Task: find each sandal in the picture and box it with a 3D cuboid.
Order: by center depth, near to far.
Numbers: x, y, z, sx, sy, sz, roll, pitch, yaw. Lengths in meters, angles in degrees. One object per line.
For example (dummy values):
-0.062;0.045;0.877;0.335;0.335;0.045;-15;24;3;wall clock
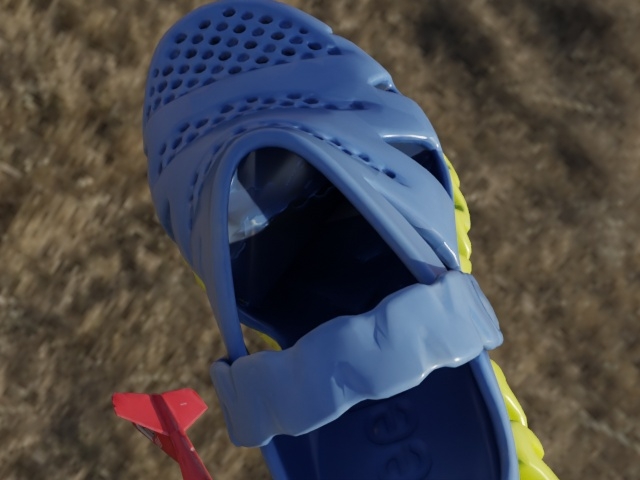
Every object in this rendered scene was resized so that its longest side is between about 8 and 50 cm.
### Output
0.000;0.000;0.617;0.317;0.126;0.138;63;1;43;sandal

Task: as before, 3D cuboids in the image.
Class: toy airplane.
-0.064;0.130;0.866;0.151;0.028;0.151;29;27;-17;toy airplane
